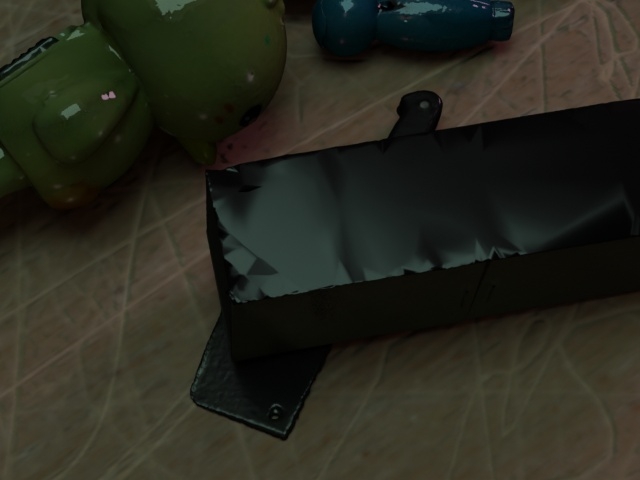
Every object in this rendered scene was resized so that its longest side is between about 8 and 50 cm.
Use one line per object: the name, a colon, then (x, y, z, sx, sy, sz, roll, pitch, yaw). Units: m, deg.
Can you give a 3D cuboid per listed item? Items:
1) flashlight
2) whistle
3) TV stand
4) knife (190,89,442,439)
flashlight: (0.059, -0.140, 0.904, 0.129, 0.051, 0.051, 4, 56, -3)
whistle: (-0.128, -0.071, 0.832, 0.141, 0.141, 0.294, 39, 84, 24)
TV stand: (0.075, -0.007, 0.777, 0.270, 0.083, 0.088, -10, 66, -8)
knife: (0.000, 0.000, 0.825, 0.072, 0.019, 0.245, 20, 61, 14)
